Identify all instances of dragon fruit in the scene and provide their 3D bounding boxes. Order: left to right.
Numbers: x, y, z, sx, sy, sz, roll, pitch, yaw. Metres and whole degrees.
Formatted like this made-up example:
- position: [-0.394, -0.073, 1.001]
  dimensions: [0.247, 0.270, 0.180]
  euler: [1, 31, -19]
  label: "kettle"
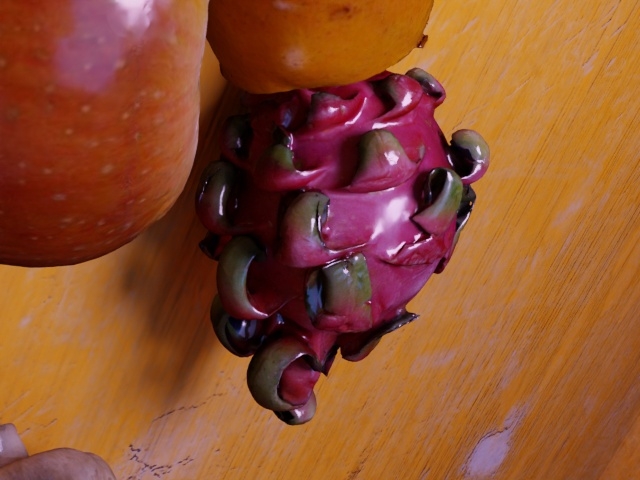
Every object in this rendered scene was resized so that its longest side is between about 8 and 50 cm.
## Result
- position: [-0.005, -0.008, 0.661]
  dimensions: [0.198, 0.218, 0.273]
  euler: [38, 95, -11]
  label: "dragon fruit"

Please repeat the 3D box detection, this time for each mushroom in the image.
- position: [-0.220, 0.202, 0.639]
  dimensions: [0.166, 0.127, 0.166]
  euler: [-25, 157, -11]
  label: "mushroom"

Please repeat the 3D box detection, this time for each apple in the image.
- position: [-0.135, -0.099, 0.397]
  dimensions: [0.173, 0.210, 0.234]
  euler: [7, 126, -11]
  label: "apple"

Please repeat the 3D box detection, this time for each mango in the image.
- position: [-0.006, -0.218, 0.476]
  dimensions: [0.187, 0.138, 0.257]
  euler: [-67, 156, -43]
  label: "mango"
